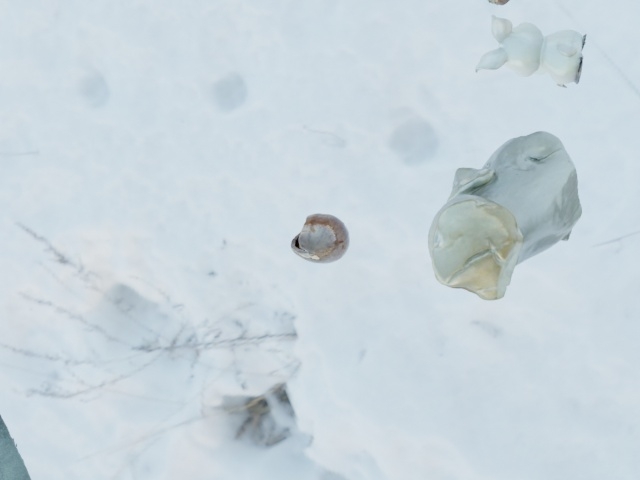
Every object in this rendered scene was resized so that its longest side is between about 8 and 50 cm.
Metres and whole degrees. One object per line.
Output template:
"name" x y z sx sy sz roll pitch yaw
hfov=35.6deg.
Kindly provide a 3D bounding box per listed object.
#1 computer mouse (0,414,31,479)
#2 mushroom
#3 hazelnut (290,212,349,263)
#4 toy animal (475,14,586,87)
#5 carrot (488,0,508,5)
"computer mouse" -0.438 0.288 1.259 0.068 0.113 0.229 -31 85 33
"mushroom" 0.140 -0.017 0.761 0.096 0.278 0.099 -30 91 31
"hazelnut" 0.000 0.000 1.457 0.086 0.086 0.086 9 104 37
"toy animal" 0.258 -0.229 1.213 0.124 0.085 0.071 12 103 9
"carrot" 0.205 -0.297 1.069 0.032 0.032 0.093 28 103 31
